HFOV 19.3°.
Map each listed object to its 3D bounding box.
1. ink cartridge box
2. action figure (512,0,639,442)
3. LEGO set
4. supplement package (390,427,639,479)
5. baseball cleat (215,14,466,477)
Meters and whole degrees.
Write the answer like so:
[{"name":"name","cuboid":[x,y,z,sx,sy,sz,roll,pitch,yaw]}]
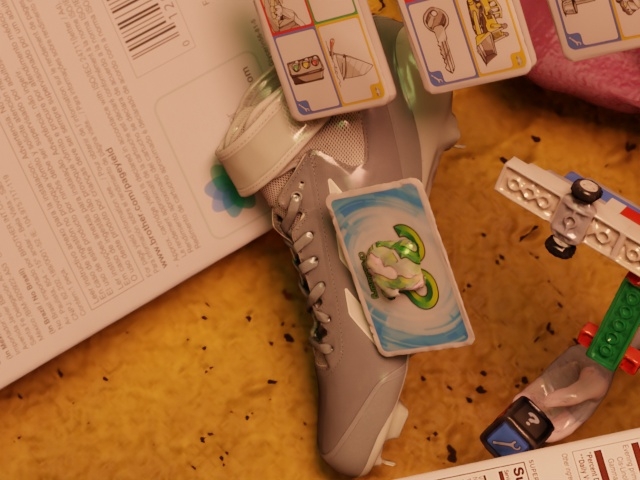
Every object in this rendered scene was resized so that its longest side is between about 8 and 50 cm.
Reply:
[{"name":"ink cartridge box","cuboid":[-0.140,-0.043,0.818,0.311,0.065,0.185,-32,112,-22]},{"name":"action figure","cuboid":[0.205,-0.065,0.877,0.276,0.248,0.370,-19,73,-46]},{"name":"LEGO set","cuboid":[0.087,-0.027,0.764,0.060,0.182,0.244,-35,110,-52]},{"name":"supplement package","cuboid":[0.067,0.177,0.738,0.203,0.194,0.149,-11,71,-7]},{"name":"baseball cleat","cuboid":[0.000,0.000,0.840,0.109,0.072,0.205,10,90,-16]}]
